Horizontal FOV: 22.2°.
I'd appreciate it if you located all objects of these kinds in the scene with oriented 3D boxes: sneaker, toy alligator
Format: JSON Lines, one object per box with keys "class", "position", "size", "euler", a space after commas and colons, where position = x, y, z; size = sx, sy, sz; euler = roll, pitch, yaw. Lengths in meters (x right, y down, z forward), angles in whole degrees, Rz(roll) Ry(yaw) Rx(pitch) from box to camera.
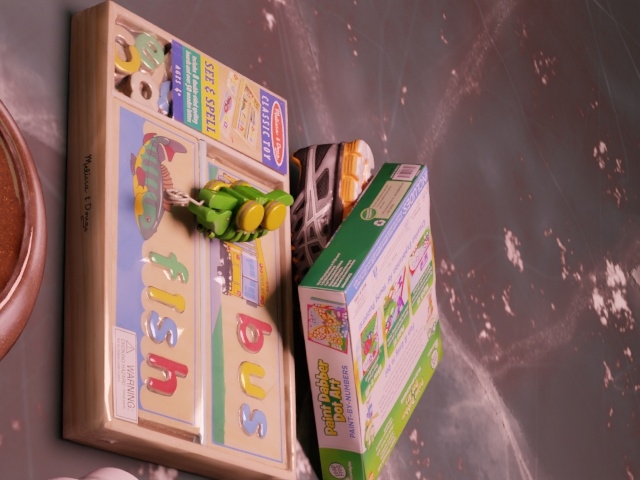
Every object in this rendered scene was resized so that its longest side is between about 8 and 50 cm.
{"class": "sneaker", "position": [0.000, 0.000, 1.685], "size": [0.084, 0.083, 0.215], "euler": [44, 54, -69]}
{"class": "toy alligator", "position": [-0.089, -0.022, 1.490], "size": [0.190, 0.056, 0.051], "euler": [-3, 119, -57]}

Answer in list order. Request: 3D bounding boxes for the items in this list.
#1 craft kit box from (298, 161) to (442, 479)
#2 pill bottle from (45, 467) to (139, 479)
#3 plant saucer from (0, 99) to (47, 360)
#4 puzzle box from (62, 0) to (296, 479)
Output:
{"class": "craft kit box", "position": [0.057, 0.085, 1.666], "size": [0.250, 0.061, 0.246], "euler": [-54, 142, -52]}
{"class": "pill bottle", "position": [-0.206, 0.242, 1.229], "size": [0.187, 0.112, 0.112], "euler": [-26, 98, -58]}
{"class": "plant saucer", "position": [-0.320, -0.032, 1.188], "size": [0.310, 0.050, 0.310], "euler": [18, 64, -40]}
{"class": "puzzle box", "position": [-0.124, 0.011, 1.515], "size": [0.272, 0.052, 0.409], "euler": [25, 55, -50]}
